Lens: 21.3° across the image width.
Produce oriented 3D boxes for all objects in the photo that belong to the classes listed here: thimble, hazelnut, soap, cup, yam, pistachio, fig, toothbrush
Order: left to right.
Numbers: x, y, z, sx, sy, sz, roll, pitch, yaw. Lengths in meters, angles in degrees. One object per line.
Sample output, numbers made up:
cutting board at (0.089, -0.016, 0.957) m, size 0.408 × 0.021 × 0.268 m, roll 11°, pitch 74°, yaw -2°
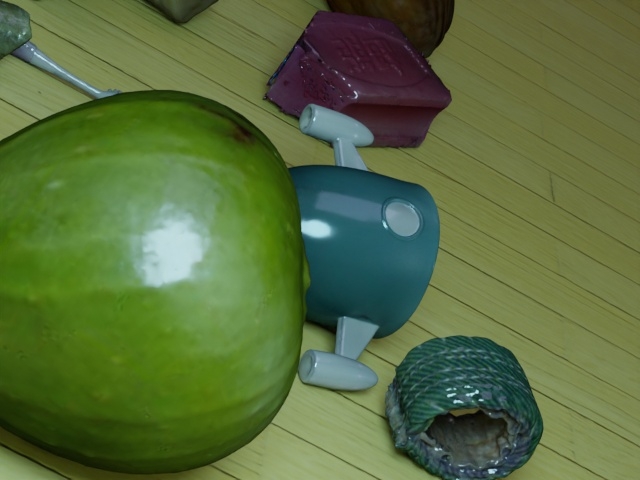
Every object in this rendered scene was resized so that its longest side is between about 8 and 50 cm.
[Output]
yam at (-0.366, -0.222, 1.711) m, size 0.146 × 0.069 × 0.069 m, roll 20°, pitch 29°, yaw -25°
toothbrush at (-0.331, -0.214, 1.784) m, size 0.354 × 0.024 × 0.029 m, roll 30°, pitch 21°, yaw -10°
fig at (-0.164, 0.029, 1.288) m, size 0.316 × 0.316 × 0.316 m, roll 27°, pitch 27°, yaw -15°
pistachio at (-0.165, -0.335, 2.088) m, size 0.124 × 0.124 × 0.185 m, roll 33°, pitch 19°, yaw -2°
cup at (0.000, 0.000, 1.646) m, size 0.173 × 0.167 × 0.299 m, roll 16°, pitch 58°, yaw -28°
soap at (0.035, -0.193, 2.097) m, size 0.250 × 0.099 × 0.162 m, roll -5°, pitch 53°, yaw -52°
hazelnut at (0.092, -0.350, 2.354) m, size 0.186 × 0.210 × 0.210 m, roll 13°, pitch 24°, yaw 10°
thimble at (0.135, 0.157, 1.581) m, size 0.135 × 0.118 × 0.090 m, roll 22°, pitch 27°, yaw -23°
